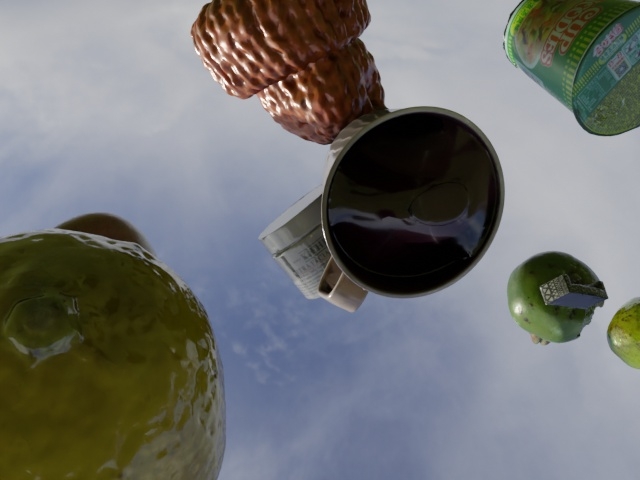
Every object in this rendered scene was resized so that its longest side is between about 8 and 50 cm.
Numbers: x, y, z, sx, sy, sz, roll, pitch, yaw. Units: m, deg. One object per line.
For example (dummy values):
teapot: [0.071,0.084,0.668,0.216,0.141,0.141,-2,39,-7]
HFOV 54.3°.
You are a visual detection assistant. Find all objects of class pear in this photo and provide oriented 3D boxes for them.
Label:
pear: [0.766,0.189,1.405,0.255,0.164,0.238,-11,-178,6]

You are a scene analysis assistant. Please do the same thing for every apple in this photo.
apple: [-0.465,0.095,1.308,0.306,0.235,0.305,6,-109,-17]

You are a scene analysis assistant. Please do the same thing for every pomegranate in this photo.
pomegranate: [0.586,0.165,1.603,0.236,0.302,0.236,-1,-125,2]

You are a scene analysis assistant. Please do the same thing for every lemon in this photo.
lemon: [-0.232,0.149,0.553,0.336,0.336,0.336,1,-142,-1]

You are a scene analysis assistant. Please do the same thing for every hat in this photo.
hat: [0.005,-0.267,1.027,0.285,0.400,0.285,-32,-157,16]

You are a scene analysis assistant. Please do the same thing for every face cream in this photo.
face cream: [0.000,0.000,1.140,0.153,0.177,0.177,51,-135,-9]

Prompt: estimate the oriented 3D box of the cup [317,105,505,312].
cup: [0.102,-0.038,0.836,0.208,0.288,0.273,1,-166,-1]

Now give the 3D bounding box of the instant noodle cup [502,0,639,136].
instant noodle cup: [0.418,-0.302,1.001,0.207,0.207,0.232,-12,-144,-16]

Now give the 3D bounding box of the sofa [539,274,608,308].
sofa: [0.464,0.095,1.141,0.118,0.060,0.039,9,-120,-32]
